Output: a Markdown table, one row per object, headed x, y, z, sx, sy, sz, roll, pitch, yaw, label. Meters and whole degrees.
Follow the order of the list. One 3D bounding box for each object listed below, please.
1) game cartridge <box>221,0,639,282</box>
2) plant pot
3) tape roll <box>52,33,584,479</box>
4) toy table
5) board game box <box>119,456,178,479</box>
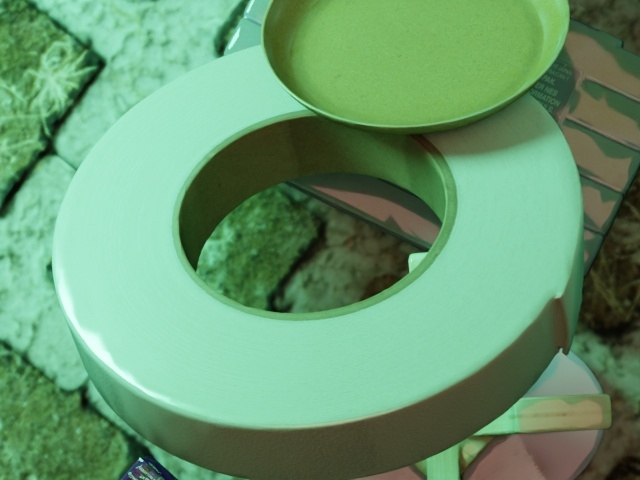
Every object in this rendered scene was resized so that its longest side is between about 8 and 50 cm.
| x | y | z | sx | sy | sz | roll | pitch | yaw | label |
| --- | --- | --- | --- | --- | --- | --- | --- | --- | --- |
| 0.094 | -0.113 | 1.381 | 0.355 | 0.068 | 0.230 | 26 | 83 | 9 | game cartridge |
| 0.072 | -0.159 | 1.273 | 0.236 | 0.032 | 0.236 | -4 | 48 | 5 | plant pot |
| 0.000 | 0.000 | 1.212 | 0.392 | 0.072 | 0.392 | -5 | 47 | 6 | tape roll |
| 0.090 | 0.144 | 1.298 | 0.274 | 0.161 | 0.252 | -16 | 82 | 4 | toy table |
| -0.085 | 0.367 | 1.350 | 0.347 | 0.056 | 0.208 | 41 | 93 | 9 | board game box |
